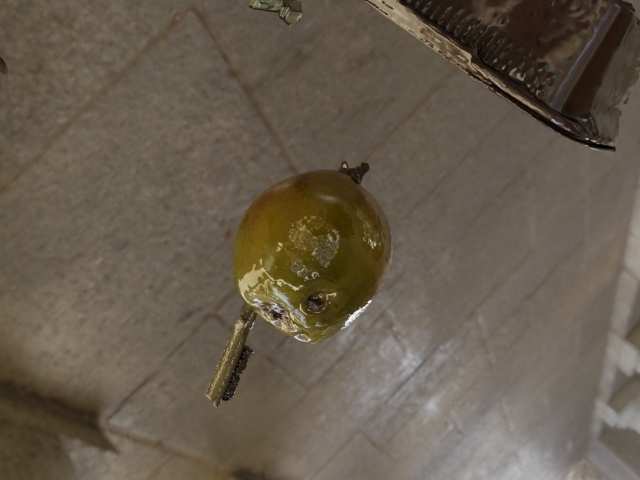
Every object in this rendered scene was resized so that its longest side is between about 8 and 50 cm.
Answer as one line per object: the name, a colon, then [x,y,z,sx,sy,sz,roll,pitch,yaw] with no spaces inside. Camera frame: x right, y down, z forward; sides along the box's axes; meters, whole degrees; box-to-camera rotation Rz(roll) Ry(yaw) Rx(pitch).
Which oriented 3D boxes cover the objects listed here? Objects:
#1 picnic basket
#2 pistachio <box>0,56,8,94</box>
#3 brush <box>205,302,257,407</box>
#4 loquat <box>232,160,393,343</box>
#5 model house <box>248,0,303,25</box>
picnic basket: [0.196,-0.218,0.998,0.129,0.297,0.222,-57,156,17]
pistachio: [-0.731,-0.312,2.102,0.129,0.131,0.206,19,114,-39]
brush: [-0.115,0.141,1.547,0.036,0.043,0.248,12,107,-38]
loquat: [0.000,0.000,1.288,0.213,0.213,0.246,81,33,-62]
model house: [-0.078,-0.411,1.776,0.083,0.057,0.058,3,157,-22]
